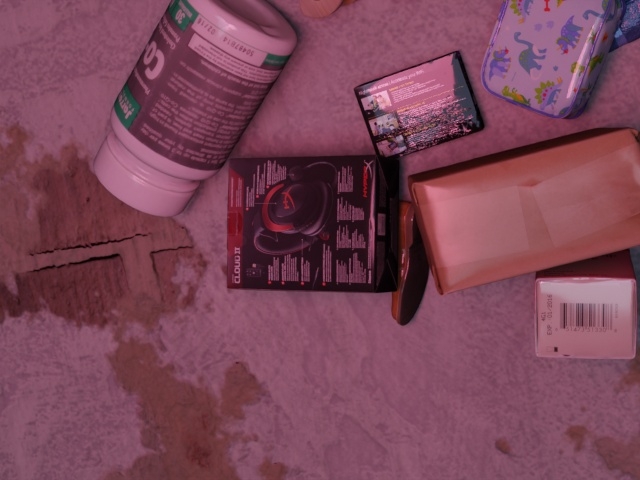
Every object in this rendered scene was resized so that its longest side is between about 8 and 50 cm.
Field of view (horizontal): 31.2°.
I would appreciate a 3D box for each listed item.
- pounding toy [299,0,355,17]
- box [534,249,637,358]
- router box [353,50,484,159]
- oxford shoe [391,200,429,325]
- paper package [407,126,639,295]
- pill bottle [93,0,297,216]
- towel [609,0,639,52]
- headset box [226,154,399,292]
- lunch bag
[{"bbox_3d":[0.023,-0.456,1.808,0.269,0.155,0.154,46,137,8],"label":"pounding toy"},{"bbox_3d":[0.409,0.088,1.775,0.149,0.232,0.126,0,103,12],"label":"box"},{"bbox_3d":[0.159,-0.214,1.851,0.179,0.046,0.133,-17,99,15],"label":"router box"},{"bbox_3d":[0.135,0.036,1.916,0.076,0.076,0.212,10,103,33],"label":"oxford shoe"},{"bbox_3d":[0.305,-0.052,1.706,0.325,0.309,0.168,-15,94,5],"label":"paper package"},{"bbox_3d":[-0.209,-0.227,1.835,0.204,0.204,0.361,35,113,2],"label":"pill bottle"},{"bbox_3d":[0.460,-0.333,1.767,0.119,0.029,0.067,-25,98,16],"label":"towel"},{"bbox_3d":[-0.027,-0.026,1.857,0.293,0.110,0.218,0,89,24],"label":"headset box"},{"bbox_3d":[0.349,-0.307,1.749,0.176,0.090,0.219,25,108,26],"label":"lunch bag"}]
